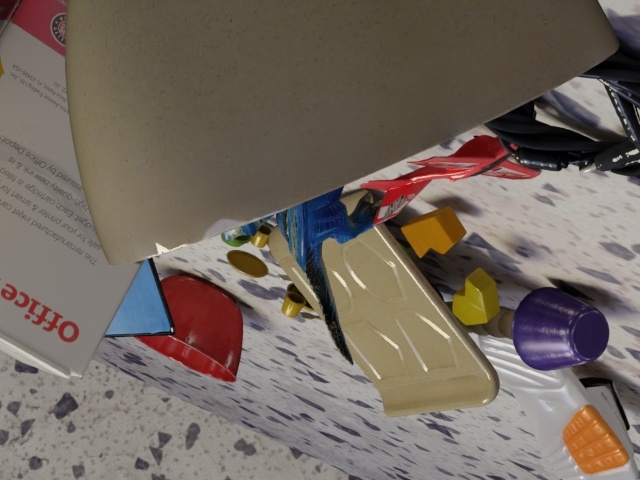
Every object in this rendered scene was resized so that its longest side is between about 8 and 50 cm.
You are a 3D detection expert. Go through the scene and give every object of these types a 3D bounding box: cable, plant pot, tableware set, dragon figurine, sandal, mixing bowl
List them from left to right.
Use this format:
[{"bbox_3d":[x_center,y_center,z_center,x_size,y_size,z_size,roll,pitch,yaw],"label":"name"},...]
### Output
[{"bbox_3d":[-0.173,0.108,2.192,0.181,0.098,0.181,25,165,7],"label":"mixing bowl"},{"bbox_3d":[-0.046,0.029,1.698,0.104,0.024,0.154,10,-150,-33],"label":"tableware set"},{"bbox_3d":[-0.017,-0.130,0.827,0.191,0.284,0.284,66,157,-7],"label":"plant pot"},{"bbox_3d":[-0.020,-0.034,1.220,0.085,0.289,0.144,20,-154,31],"label":"dragon figurine"},{"bbox_3d":[0.260,0.158,1.680,0.102,0.076,0.265,-10,123,44],"label":"sandal"},{"bbox_3d":[0.164,-0.080,1.039,0.151,0.047,0.184,22,164,17],"label":"cable"}]

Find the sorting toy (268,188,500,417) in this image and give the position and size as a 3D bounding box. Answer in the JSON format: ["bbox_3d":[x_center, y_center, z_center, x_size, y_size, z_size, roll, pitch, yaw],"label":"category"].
[{"bbox_3d":[0.083,0.055,1.517,0.229,0.041,0.307,56,152,-8],"label":"sorting toy"}]

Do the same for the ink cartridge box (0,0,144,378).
[{"bbox_3d":[-0.236,-0.058,1.343,0.207,0.283,0.117,35,163,-29],"label":"ink cartridge box"}]

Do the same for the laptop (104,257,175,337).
[{"bbox_3d":[-0.357,-0.070,1.582,0.408,0.236,0.382,17,169,-22],"label":"laptop"}]

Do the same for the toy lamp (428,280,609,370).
[{"bbox_3d":[0.163,0.077,1.534,0.080,0.080,0.275,35,163,-29],"label":"toy lamp"}]

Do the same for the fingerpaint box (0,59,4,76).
[{"bbox_3d":[-0.438,-0.263,1.005,0.445,0.163,0.371,25,147,16],"label":"fingerpaint box"}]

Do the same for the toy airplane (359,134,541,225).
[{"bbox_3d":[0.094,-0.051,1.196,0.151,0.028,0.151,-15,165,-4],"label":"toy airplane"}]
